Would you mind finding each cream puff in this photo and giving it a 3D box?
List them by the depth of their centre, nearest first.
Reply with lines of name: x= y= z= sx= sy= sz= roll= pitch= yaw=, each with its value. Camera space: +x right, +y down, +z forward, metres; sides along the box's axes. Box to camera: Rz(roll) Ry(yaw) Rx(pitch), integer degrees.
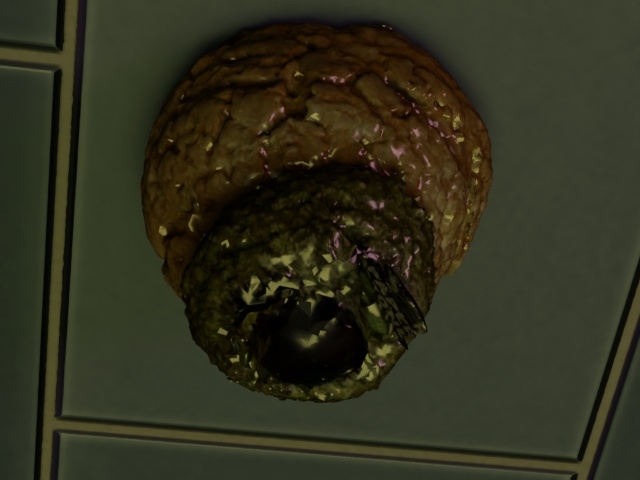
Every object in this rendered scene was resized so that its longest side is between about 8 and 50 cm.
cream puff: x=0.000 y=0.000 z=0.783 sx=0.183 sy=0.169 sz=0.183 roll=0 pitch=124 yaw=-1
